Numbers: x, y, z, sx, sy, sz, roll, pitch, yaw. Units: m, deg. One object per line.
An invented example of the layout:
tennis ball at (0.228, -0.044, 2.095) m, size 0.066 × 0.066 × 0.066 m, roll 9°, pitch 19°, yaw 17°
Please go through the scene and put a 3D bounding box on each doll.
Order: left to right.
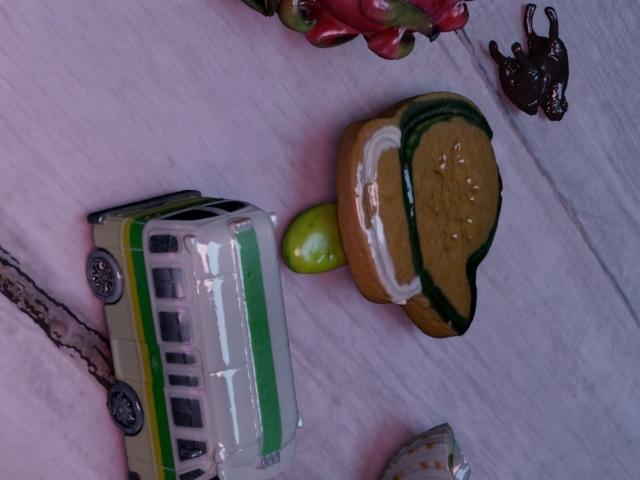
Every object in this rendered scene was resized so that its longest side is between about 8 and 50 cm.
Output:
doll at (0.284, -0.219, 1.688) m, size 0.139 × 0.057 × 0.165 m, roll -50°, pitch 130°, yaw -36°

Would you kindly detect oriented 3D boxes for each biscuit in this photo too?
biscuit at (0.130, -0.024, 1.483) m, size 0.344 × 0.057 × 0.287 m, roll -20°, pitch 104°, yaw -56°

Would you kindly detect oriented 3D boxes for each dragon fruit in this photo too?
dragon fruit at (0.046, -0.292, 1.346) m, size 0.198 × 0.273 × 0.218 m, roll 130°, pitch -42°, yaw -88°

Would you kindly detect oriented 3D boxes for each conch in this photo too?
conch at (0.125, 0.313, 1.494) m, size 0.172 × 0.131 × 0.200 m, roll 64°, pitch 5°, yaw 1°

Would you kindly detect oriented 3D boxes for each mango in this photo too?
mango at (0.000, 0.000, 1.393) m, size 0.108 × 0.056 × 0.073 m, roll -33°, pitch 112°, yaw -41°

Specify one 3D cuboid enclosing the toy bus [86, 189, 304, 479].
toy bus at (-0.110, 0.099, 1.205) m, size 0.134 × 0.165 × 0.276 m, roll -18°, pitch 105°, yaw -44°
